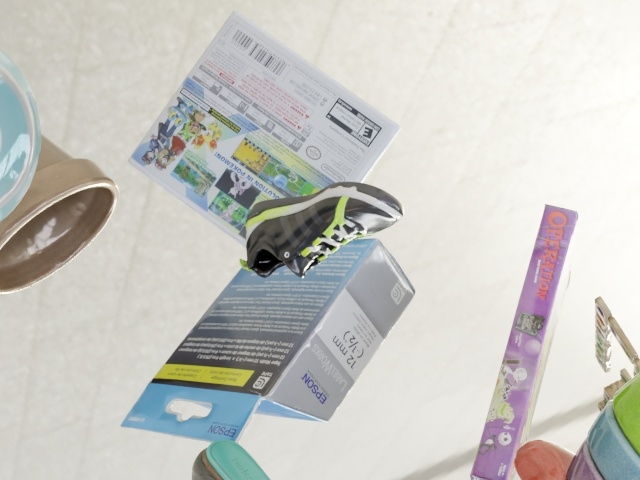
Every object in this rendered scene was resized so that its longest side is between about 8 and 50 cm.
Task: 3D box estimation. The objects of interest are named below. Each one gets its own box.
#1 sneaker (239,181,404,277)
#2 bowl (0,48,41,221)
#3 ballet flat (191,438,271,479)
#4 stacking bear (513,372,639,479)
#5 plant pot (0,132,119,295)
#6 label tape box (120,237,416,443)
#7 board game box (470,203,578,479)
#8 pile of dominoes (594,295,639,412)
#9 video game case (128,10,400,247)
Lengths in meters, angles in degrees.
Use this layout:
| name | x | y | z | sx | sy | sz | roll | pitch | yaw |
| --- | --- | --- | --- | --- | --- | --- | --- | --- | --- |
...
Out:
| name | x | y | z | sx | sy | sz | roll | pitch | yaw |
| --- | --- | --- | --- | --- | --- | --- | --- | --- | --- |
| sneaker | 0.000 | 0.000 | 1.470 | 0.234 | 0.097 | 0.084 | -12 | 149 | 43 |
| bowl | -0.431 | -0.117 | 1.373 | 0.163 | 0.311 | 0.311 | 8 | -174 | 44 |
| ballet flat | -0.044 | 0.330 | 1.347 | 0.095 | 0.280 | 0.096 | -3 | 125 | -44 |
| stacking bear | 0.294 | 0.135 | 0.924 | 0.289 | 0.164 | 0.175 | -53 | -177 | 20 |
| plant pot | -0.478 | -0.082 | 1.945 | 0.263 | 0.229 | 0.263 | -38 | 166 | -11 |
| label tape box | -0.067 | 0.154 | 1.667 | 0.249 | 0.115 | 0.348 | -2 | -136 | 48 |
| board game box | 0.248 | 0.154 | 1.535 | 0.056 | 0.347 | 0.208 | 12 | 158 | 18 |
| pile of dominoes | 0.378 | 0.197 | 1.556 | 0.040 | 0.196 | 0.251 | -28 | 154 | 0 |
| video game case | -0.090 | -0.152 | 2.007 | 0.300 | 0.329 | 0.036 | -54 | 176 | 2 |
